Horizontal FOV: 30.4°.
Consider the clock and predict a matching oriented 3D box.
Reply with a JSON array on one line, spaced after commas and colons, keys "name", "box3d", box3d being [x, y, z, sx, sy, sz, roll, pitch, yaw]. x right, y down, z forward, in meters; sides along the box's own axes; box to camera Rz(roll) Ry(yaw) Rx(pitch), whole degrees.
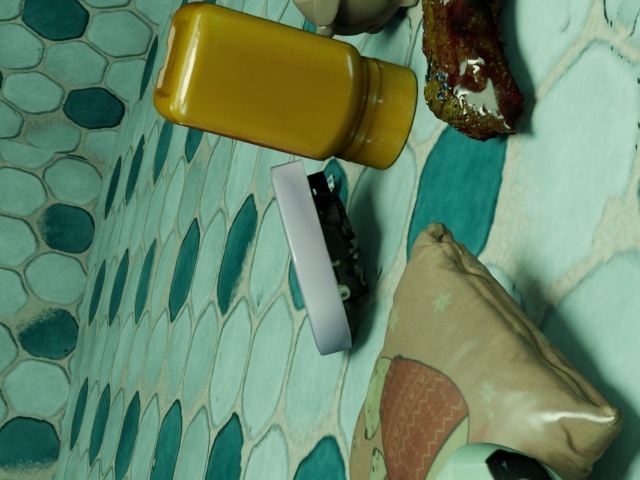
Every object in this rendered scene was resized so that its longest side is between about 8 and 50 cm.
[{"name": "clock", "box3d": [0.000, 0.000, 1.092, 0.198, 0.064, 0.172, -110, 6, -60]}]

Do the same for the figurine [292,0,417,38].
[{"name": "figurine", "box3d": [0.031, -0.256, 1.166, 0.138, 0.125, 0.125, -97, 24, -72]}]

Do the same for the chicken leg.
[{"name": "chicken leg", "box3d": [0.116, -0.159, 0.910, 0.105, 0.063, 0.234, 123, 153, -58]}]

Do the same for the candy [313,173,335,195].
[{"name": "candy", "box3d": [-0.001, -0.049, 1.262, 0.083, 0.020, 0.030, 139, 144, -65]}]

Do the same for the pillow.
[{"name": "pillow", "box3d": [0.084, 0.133, 0.733, 0.223, 0.084, 0.236, -118, 38, -54]}]

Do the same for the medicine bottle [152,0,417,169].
[{"name": "medicine bottle", "box3d": [-0.032, -0.139, 1.086, 0.149, 0.222, 0.112, -146, 70, -72]}]

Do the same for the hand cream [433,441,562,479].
[{"name": "hand cream", "box3d": [0.062, 0.247, 0.665, 0.067, 0.109, 0.320, -39, -30, -54]}]
